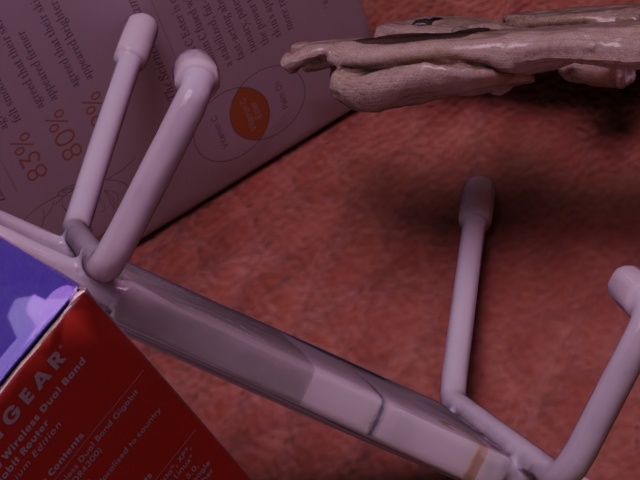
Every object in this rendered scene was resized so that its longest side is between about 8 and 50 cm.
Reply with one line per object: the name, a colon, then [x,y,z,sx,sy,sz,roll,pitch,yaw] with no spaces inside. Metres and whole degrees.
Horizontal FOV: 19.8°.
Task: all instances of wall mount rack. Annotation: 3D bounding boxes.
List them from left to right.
wall mount rack: [0.000,0.000,0.825,0.130,0.350,0.304,-64,13,2]

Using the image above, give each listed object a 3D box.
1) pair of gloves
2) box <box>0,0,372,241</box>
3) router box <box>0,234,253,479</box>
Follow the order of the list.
pair of gloves: [0.105,-0.095,0.950,0.204,0.042,0.240,-1,9,21]
box: [-0.167,-0.112,1.019,0.345,0.215,0.168,-32,45,-12]
router box: [-0.162,0.064,0.782,0.335,0.301,0.082,27,71,37]
